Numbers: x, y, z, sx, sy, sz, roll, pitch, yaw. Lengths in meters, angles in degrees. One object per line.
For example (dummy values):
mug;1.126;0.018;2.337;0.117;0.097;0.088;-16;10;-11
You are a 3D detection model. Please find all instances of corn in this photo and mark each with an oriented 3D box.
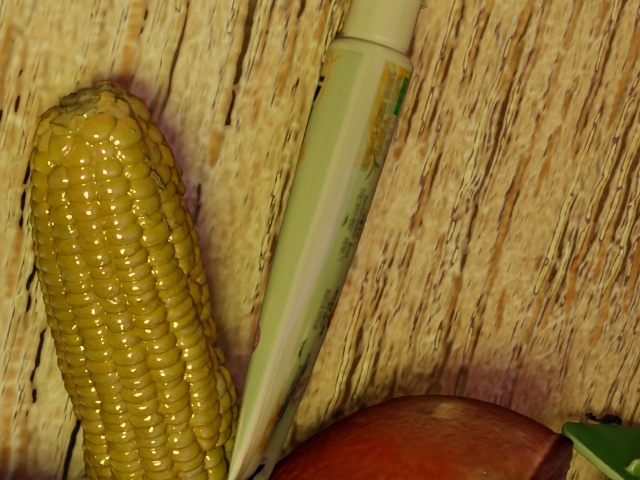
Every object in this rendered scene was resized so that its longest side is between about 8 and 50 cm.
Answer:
corn;-0.098;0.051;0.811;0.101;0.101;0.292;-22;121;-27

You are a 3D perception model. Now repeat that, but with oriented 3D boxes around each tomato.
tomato;0.021;0.247;0.943;0.335;0.176;0.289;-65;164;-9

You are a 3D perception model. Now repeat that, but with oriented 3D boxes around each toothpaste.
toothpaste;0.000;0.000;0.846;0.058;0.056;0.314;19;87;-31

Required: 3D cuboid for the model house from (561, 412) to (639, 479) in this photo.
model house;0.288;0.325;1.146;0.357;0.242;0.313;9;110;-46
